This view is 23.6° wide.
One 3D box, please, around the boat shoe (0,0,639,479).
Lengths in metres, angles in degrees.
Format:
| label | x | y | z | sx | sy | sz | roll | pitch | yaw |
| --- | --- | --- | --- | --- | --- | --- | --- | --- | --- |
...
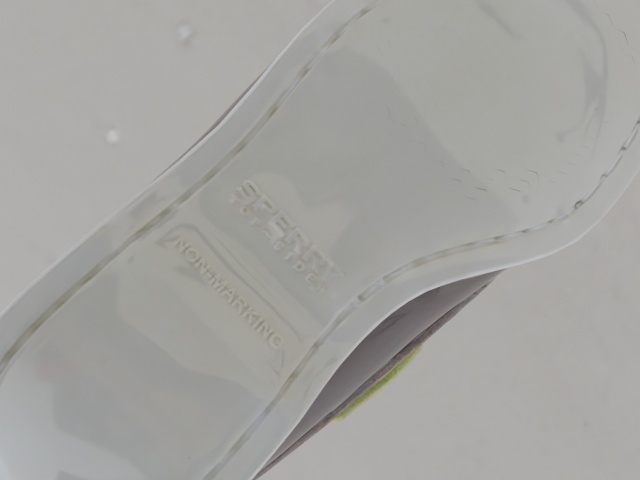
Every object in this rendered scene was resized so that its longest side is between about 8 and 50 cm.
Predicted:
| label | x | y | z | sx | sy | sz | roll | pitch | yaw |
| --- | --- | --- | --- | --- | --- | --- | --- | --- | --- |
| boat shoe | 0.000 | 0.000 | 0.530 | 0.116 | 0.324 | 0.097 | 49 | 151 | 0 |
